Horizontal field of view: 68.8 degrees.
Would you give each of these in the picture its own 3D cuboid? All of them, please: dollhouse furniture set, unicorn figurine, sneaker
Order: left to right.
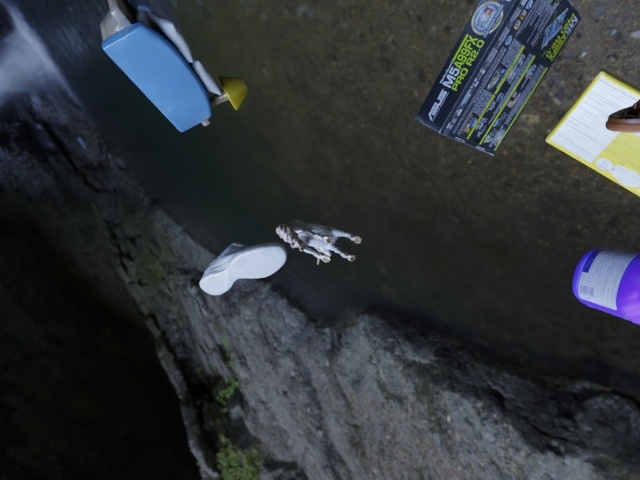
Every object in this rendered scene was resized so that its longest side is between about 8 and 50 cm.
[{"bbox_3d":[-0.165,-0.333,0.513,0.287,0.198,0.303,67,-174,30],"label":"dollhouse furniture set"},{"bbox_3d":[-0.160,0.034,0.967,0.212,0.094,0.080,-22,128,24],"label":"sneaker"},{"bbox_3d":[0.000,0.000,0.671,0.111,0.060,0.161,23,174,42],"label":"unicorn figurine"}]

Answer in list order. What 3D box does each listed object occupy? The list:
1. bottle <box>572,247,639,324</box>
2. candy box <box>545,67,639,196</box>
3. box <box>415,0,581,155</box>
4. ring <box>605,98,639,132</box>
[{"bbox_3d":[0.537,0.079,0.779,0.092,0.118,0.283,18,-177,-1],"label":"bottle"},{"bbox_3d":[0.405,-0.116,0.583,0.205,0.027,0.105,34,131,8],"label":"candy box"},{"bbox_3d":[0.301,-0.290,0.785,0.060,0.216,0.270,44,117,35],"label":"box"},{"bbox_3d":[0.346,-0.107,0.249,0.336,0.336,0.032,11,116,61],"label":"ring"}]
